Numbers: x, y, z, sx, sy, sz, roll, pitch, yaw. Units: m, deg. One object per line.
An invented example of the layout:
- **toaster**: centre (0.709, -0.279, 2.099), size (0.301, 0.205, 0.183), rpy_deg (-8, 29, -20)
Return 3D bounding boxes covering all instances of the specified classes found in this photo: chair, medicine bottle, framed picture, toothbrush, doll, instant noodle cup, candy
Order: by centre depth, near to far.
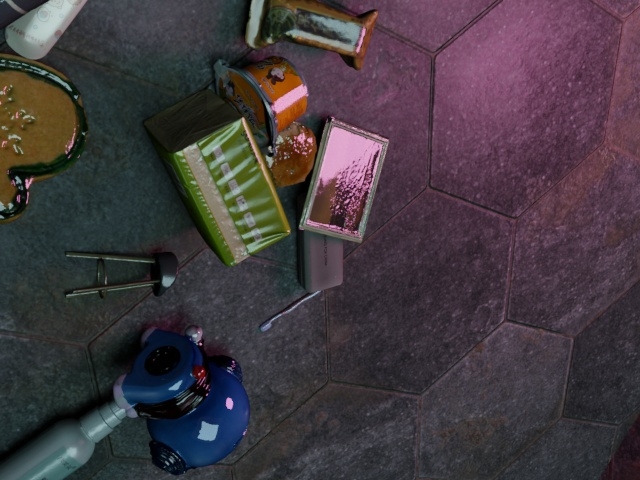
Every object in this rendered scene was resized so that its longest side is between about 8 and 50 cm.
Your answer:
- **instant noodle cup**: centre (-0.103, -0.282, 1.530), size (0.126, 0.178, 0.208), rpy_deg (-35, 115, -25)
- **candy**: centre (-0.020, -0.419, 1.538), size (0.271, 0.101, 0.143), rpy_deg (9, 103, -27)
- **chair**: centre (-0.405, 0.078, 1.595), size (0.222, 0.104, 0.095), rpy_deg (-5, 143, -23)
- **medicine bottle**: centre (-0.560, 0.452, 1.691), size (0.352, 0.110, 0.110), rpy_deg (-35, 128, -9)
- **doll**: centre (-0.286, 0.355, 1.716), size (0.284, 0.240, 0.310), rpy_deg (-53, 141, -32)
- **framed picture**: centre (0.058, -0.129, 1.735), size (0.197, 0.014, 0.252), rpy_deg (13, 92, -41)
- **toothbrush**: centre (-0.064, 0.159, 1.879), size (0.193, 0.013, 0.019), rpy_deg (-35, 134, -9)

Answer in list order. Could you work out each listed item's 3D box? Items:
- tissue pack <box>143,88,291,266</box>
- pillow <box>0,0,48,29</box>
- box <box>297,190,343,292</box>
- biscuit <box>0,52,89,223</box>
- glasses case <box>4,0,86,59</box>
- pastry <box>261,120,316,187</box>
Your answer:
- **tissue pack**: centre (-0.198, -0.123, 1.529), size (0.167, 0.200, 0.274), rpy_deg (-31, 126, -11)
- **pillow**: centre (-0.500, -0.387, 1.217), size (0.335, 0.161, 0.092), rpy_deg (-32, 120, -3)
- **box**: centre (0.000, 0.000, 1.803), size (0.103, 0.055, 0.243), rpy_deg (-14, 122, -23)
- **biscuit**: centre (-0.552, -0.171, 1.301), size (0.344, 0.057, 0.287), rpy_deg (-4, 88, -37)
- **glasses case**: centre (-0.452, -0.399, 1.323), size (0.081, 0.051, 0.204), rpy_deg (35, 93, -30)
- **pastry**: centre (-0.076, -0.182, 1.643), size (0.153, 0.081, 0.153), rpy_deg (-12, 116, -25)
